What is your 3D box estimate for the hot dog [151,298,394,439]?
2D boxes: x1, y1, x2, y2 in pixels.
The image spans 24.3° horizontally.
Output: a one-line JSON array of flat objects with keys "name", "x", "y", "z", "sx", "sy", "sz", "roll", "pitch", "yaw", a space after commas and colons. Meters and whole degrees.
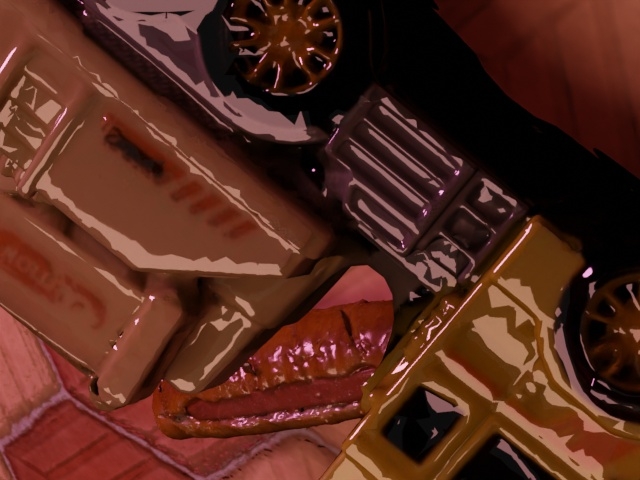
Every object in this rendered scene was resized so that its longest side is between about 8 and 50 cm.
[{"name": "hot dog", "x": 0.000, "y": 0.073, "z": 0.902, "sx": 0.286, "sy": 0.088, "sz": 0.061, "roll": -16, "pitch": 113, "yaw": 38}]

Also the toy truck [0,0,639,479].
[{"name": "toy truck", "x": 0.000, "y": 0.000, "z": 0.709, "sx": 0.405, "sy": 0.180, "sz": 0.254, "roll": 39, "pitch": 101, "yaw": 5}]
